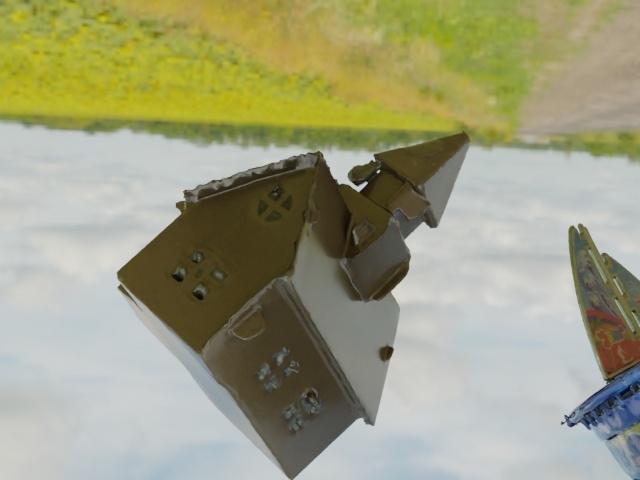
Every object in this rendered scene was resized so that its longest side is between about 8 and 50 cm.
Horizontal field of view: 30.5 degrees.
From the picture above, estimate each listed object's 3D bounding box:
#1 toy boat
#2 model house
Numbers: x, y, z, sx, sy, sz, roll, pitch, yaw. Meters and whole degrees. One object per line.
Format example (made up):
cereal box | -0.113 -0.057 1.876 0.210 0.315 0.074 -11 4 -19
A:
toy boat | 0.130 0.042 0.485 0.091 0.110 0.175 -32 166 7
model house | 0.000 0.000 0.797 0.248 0.181 0.176 -41 -131 -13
